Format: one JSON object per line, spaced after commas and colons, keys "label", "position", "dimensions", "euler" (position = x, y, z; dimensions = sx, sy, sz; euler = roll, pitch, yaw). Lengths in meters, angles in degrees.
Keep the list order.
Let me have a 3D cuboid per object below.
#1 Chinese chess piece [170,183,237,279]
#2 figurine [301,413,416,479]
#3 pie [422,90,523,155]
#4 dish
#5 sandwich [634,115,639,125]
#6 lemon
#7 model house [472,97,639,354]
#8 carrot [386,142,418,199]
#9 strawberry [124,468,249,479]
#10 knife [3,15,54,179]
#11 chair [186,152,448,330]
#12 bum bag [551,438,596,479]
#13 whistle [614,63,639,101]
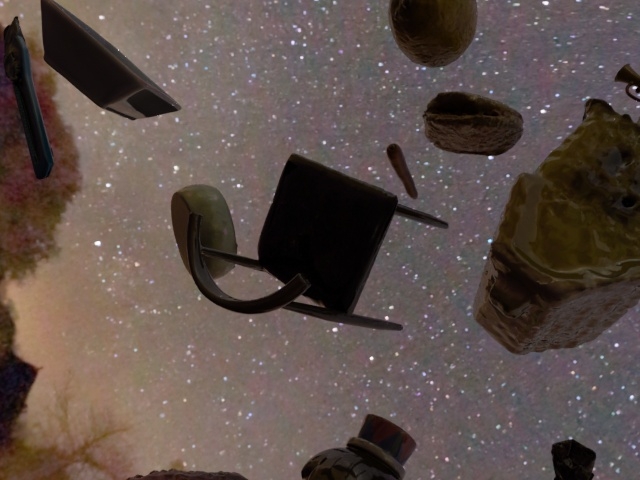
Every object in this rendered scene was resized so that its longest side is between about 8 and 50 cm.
{"label": "Chinese chess piece", "position": [-0.301, -0.020, 1.309], "dimensions": [0.250, 0.101, 0.250], "euler": [34, -49, 52]}
{"label": "figurine", "position": [-0.002, 0.304, 0.528], "dimensions": [0.158, 0.276, 0.161], "euler": [24, -44, 56]}
{"label": "pie", "position": [0.312, -0.237, 1.050], "dimensions": [0.205, 0.179, 0.084], "euler": [12, -99, 34]}
{"label": "dish", "position": [-0.279, -0.218, 0.689], "dimensions": [0.154, 0.064, 0.234], "euler": [41, 4, -4]}
{"label": "sandwich", "position": [0.481, -0.082, 0.730], "dimensions": [0.063, 0.245, 0.212], "euler": [-135, -138, -63]}
{"label": "lemon", "position": [0.108, -0.210, 0.485], "dimensions": [0.082, 0.111, 0.082], "euler": [-7, -105, 26]}
{"label": "model house", "position": [0.250, 0.007, 0.529], "dimensions": [0.174, 0.234, 0.193], "euler": [51, -11, 26]}
{"label": "carrot", "position": [0.234, -0.186, 1.427], "dimensions": [0.043, 0.043, 0.248], "euler": [35, -11, 39]}
{"label": "strawberry", "position": [-0.269, 0.493, 0.783], "dimensions": [0.292, 0.292, 0.309], "euler": [34, -87, 40]}
{"label": "knife", "position": [-0.393, -0.197, 0.679], "dimensions": [0.044, 0.026, 0.296], "euler": [-37, -118, 16]}
{"label": "chair", "position": [0.000, 0.000, 0.595], "dimensions": [0.188, 0.272, 0.166], "euler": [28, -79, 37]}
{"label": "bum bag", "position": [0.660, 0.638, 1.328], "dimensions": [0.102, 0.069, 0.247], "euler": [-3, -80, 10]}
{"label": "whistle", "position": [0.706, -0.345, 1.129], "dimensions": [0.109, 0.057, 0.046], "euler": [55, -33, 33]}
